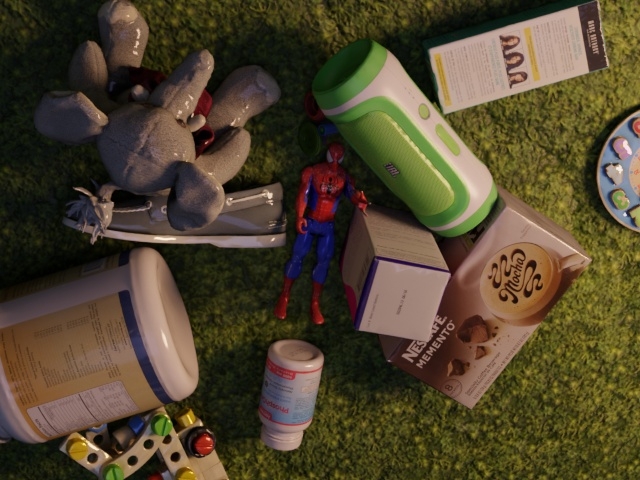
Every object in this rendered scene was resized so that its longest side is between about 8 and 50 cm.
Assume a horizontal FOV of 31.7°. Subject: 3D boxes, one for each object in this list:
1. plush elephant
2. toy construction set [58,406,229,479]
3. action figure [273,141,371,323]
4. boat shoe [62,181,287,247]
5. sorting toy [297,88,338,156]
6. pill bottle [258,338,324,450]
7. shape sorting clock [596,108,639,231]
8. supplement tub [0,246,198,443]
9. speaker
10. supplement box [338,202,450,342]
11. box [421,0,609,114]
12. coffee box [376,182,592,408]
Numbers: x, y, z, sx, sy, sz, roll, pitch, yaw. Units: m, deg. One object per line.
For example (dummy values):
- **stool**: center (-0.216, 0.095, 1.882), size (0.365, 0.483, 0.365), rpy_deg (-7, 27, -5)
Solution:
- **plush elephant**: center (-0.209, -0.147, 1.433), size (0.272, 0.255, 0.330), rpy_deg (32, 80, -15)
- **toy construction set**: center (-0.255, 0.380, 1.754), size (0.215, 0.151, 0.327), rpy_deg (-29, 123, -20)
- **action figure**: center (0.000, 0.000, 1.633), size (0.091, 0.139, 0.280), rpy_deg (8, 109, -10)
- **boat shoe**: center (-0.204, -0.048, 1.613), size (0.319, 0.116, 0.099), rpy_deg (4, 98, -10)
- **sorting toy**: center (0.004, -0.168, 1.610), size (0.042, 0.061, 0.102), rpy_deg (-14, 126, -36)
- **pill bottle**: center (-0.049, 0.241, 1.750), size (0.087, 0.087, 0.160), rpy_deg (7, 111, -8)
- **shape sorting clock**: center (0.515, -0.106, 1.687), size (0.206, 0.040, 0.206), rpy_deg (-2, 113, -5)
- **supplement tub**: center (-0.354, 0.156, 1.609), size (0.316, 0.228, 0.228), rpy_deg (-17, 113, 2)
- **speaker**: center (0.120, -0.139, 1.576), size (0.131, 0.131, 0.296), rpy_deg (-39, 116, 11)
- **supplement box**: center (0.099, 0.040, 1.610), size (0.114, 0.220, 0.111), rpy_deg (11, 112, -11)
- **box**: center (0.273, -0.263, 1.586), size (0.244, 0.060, 0.100), rpy_deg (-16, 114, 1)
- **coffee box**: center (0.238, 0.082, 1.695), size (0.168, 0.119, 0.297), rpy_deg (31, 106, -18)
